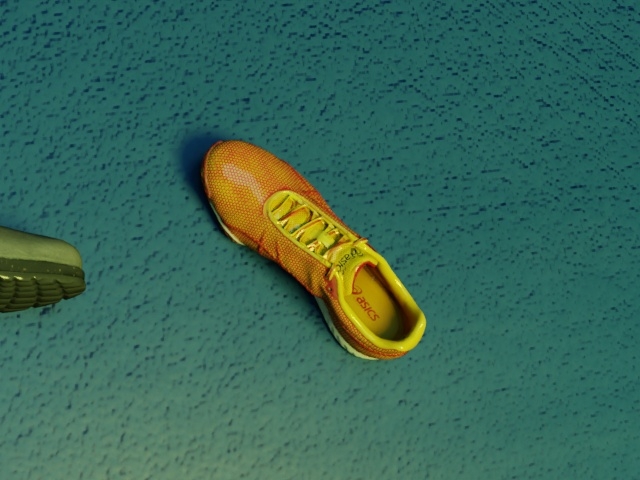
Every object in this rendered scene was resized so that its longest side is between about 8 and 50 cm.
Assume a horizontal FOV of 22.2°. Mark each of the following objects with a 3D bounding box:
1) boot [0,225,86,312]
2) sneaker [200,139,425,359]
[{"bbox_3d":[-0.242,-0.051,0.892,0.246,0.083,0.161,9,70,-22],"label":"boot"},{"bbox_3d":[0.000,0.000,0.993,0.175,0.067,0.064,43,67,-8],"label":"sneaker"}]
